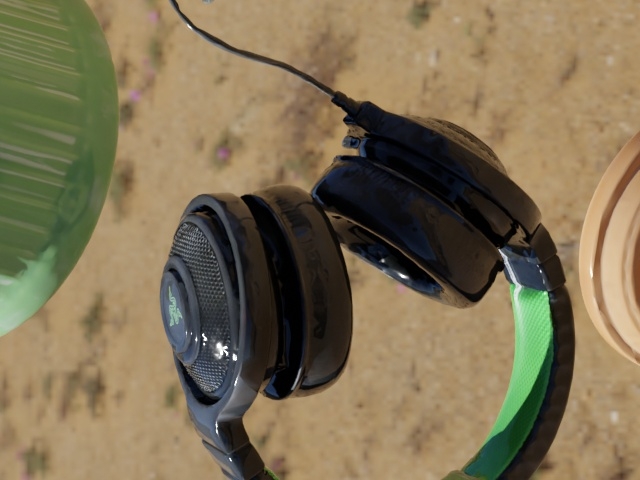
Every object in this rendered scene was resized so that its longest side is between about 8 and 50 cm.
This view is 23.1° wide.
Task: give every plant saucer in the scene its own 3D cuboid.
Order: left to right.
[{"bbox_3d":[0.112,0.000,0.440,0.013,0.083,0.083,-141,58,-61],"label":"plant saucer"}]

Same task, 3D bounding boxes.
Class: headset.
[{"bbox_3d":[0.000,0.000,0.951,0.185,0.243,0.394,15,131,64],"label":"headset"}]

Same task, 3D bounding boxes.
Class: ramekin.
[{"bbox_3d":[-0.308,-0.079,1.154,0.303,0.148,0.303,-8,76,35],"label":"ramekin"}]
